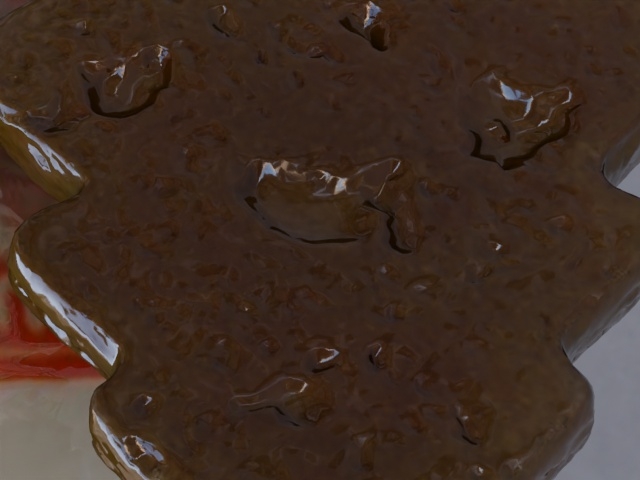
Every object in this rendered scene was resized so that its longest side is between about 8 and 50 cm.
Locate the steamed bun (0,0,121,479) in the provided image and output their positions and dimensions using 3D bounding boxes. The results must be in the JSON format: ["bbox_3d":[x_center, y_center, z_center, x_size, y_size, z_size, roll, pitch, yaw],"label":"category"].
[{"bbox_3d":[-0.168,-0.016,0.774,0.374,0.374,0.241,62,170,19],"label":"steamed bun"}]

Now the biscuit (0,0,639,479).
[{"bbox_3d":[0.000,0.001,0.600,0.043,0.278,0.301,89,-176,-55],"label":"biscuit"}]
